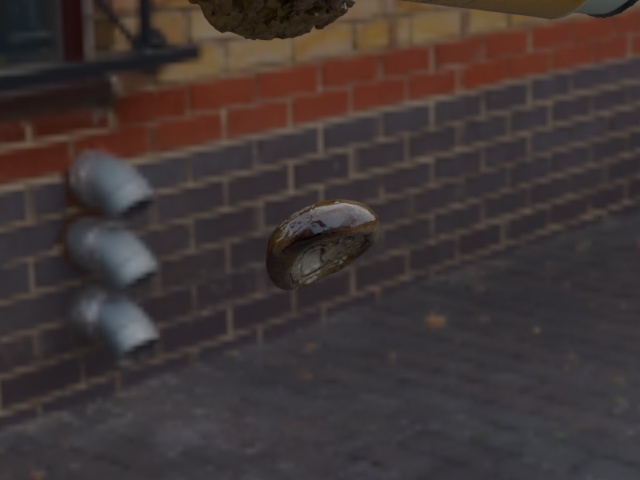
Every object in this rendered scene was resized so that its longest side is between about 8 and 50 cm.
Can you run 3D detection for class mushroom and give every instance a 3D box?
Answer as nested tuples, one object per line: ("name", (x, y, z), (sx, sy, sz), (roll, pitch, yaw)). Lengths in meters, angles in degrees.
("mushroom", (0.000, 0.000, 1.546), (0.123, 0.052, 0.123), (-22, -19, -8))

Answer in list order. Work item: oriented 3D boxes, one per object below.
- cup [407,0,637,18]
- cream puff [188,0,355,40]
("cup", (0.030, -0.197, 0.796), (0.279, 0.196, 0.196), (9, 9, -21))
("cream puff", (-0.017, -0.184, 0.952), (0.150, 0.165, 0.115), (-38, 64, -17))
